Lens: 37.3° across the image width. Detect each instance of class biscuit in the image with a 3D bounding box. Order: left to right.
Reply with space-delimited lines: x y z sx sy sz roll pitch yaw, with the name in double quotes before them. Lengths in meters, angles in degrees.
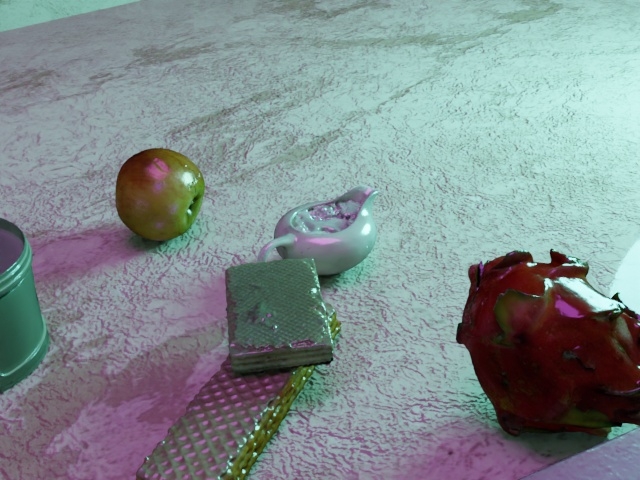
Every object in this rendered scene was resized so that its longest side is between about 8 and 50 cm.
"biscuit" -0.077 0.174 1.073 0.094 0.054 0.379 10 31 20
"biscuit" -0.054 0.084 1.137 0.121 0.041 0.199 -7 30 -4

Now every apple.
"apple" -0.248 -0.074 1.444 0.146 0.147 0.146 -2 29 1

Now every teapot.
"teapot" 0.000 0.000 1.345 0.145 0.092 0.226 21 38 40

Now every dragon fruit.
"dragon fruit" 0.282 0.108 1.025 0.269 0.198 0.200 -1 72 8

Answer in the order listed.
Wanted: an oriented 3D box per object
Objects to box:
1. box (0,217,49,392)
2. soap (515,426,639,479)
"box" -0.463 0.083 1.172 0.226 0.149 0.226 -1 30 1
"soap" 0.208 0.263 0.766 0.259 0.181 0.081 -17 32 -21
